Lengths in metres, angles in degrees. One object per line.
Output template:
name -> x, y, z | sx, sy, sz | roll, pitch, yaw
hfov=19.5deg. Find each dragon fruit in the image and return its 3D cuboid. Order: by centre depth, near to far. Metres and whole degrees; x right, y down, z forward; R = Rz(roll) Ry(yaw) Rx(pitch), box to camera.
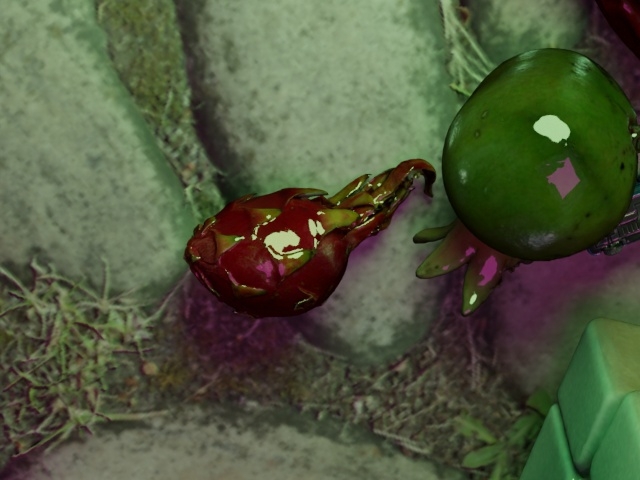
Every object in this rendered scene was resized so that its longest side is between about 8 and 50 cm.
dragon fruit -> 0.000, 0.000, 1.308 | 0.190, 0.094, 0.094 | -19, 114, -12

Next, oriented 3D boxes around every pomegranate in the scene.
pomegranate -> 0.139, -0.035, 1.278 | 0.131, 0.152, 0.191 | 30, 121, 2

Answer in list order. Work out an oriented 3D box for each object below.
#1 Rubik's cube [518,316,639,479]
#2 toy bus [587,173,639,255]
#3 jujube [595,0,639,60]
Rubik's cube -> 0.304, 0.288, 1.320 | 0.319, 0.316, 0.322 | 14, 118, -10
toy bus -> 0.225, -0.023, 1.347 | 0.083, 0.046, 0.038 | -21, 114, -1
jujube -> 0.236, -0.201, 1.218 | 0.230, 0.155, 0.155 | 42, 102, -12
